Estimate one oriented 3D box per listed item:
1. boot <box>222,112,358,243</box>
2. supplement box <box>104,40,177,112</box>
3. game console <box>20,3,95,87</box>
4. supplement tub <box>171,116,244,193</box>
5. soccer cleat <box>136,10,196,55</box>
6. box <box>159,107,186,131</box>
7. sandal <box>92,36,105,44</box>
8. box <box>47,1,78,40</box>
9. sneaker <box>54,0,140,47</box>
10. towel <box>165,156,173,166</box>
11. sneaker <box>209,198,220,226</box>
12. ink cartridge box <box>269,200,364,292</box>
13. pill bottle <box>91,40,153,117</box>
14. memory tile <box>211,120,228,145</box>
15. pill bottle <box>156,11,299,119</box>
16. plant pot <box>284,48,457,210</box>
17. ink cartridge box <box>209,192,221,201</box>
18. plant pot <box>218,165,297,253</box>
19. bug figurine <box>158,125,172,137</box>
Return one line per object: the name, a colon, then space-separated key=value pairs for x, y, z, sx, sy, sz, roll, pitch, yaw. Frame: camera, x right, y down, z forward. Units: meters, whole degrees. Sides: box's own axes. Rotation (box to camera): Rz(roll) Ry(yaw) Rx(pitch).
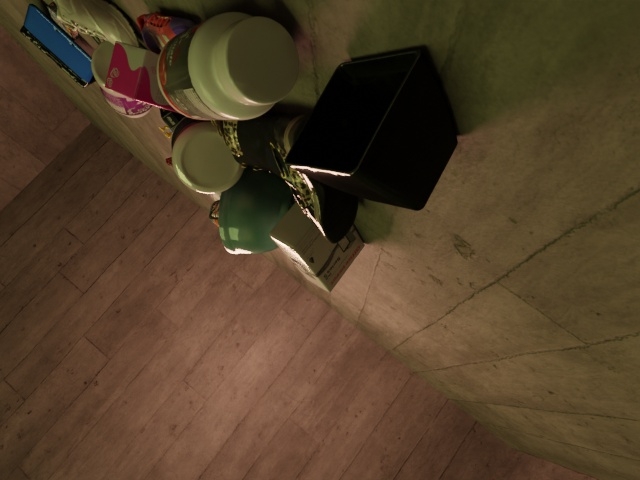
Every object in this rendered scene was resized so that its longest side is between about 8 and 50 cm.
boot: x=-0.071 y=-0.171 z=1.145 sx=0.284 sy=0.138 sz=0.377 roll=29 pitch=160 yaw=36
supplement box: x=-0.379 y=-0.378 z=1.128 sx=0.114 sy=0.111 sz=0.220 roll=25 pitch=-168 yaw=24
game console: x=-0.994 y=-0.777 z=1.860 sx=0.293 sy=0.173 sz=0.250 roll=45 pitch=-156 yaw=-23
supplement tub: x=-0.321 y=-0.257 z=1.328 sx=0.191 sy=0.191 sz=0.272 roll=46 pitch=-176 yaw=-29
soccer cleat: x=-0.348 y=-0.467 z=1.044 sx=0.248 sy=0.083 sz=0.095 roll=26 pitch=158 yaw=55
box: x=-0.469 y=-0.386 z=1.580 sx=0.191 sy=0.045 sz=0.184 roll=56 pitch=-179 yaw=-43
sandal: x=-0.695 y=-0.652 z=1.435 sx=0.097 sy=0.054 sz=0.254 roll=27 pitch=163 yaw=43
box: x=-0.920 y=-0.783 z=1.686 sx=0.094 sy=0.027 sz=0.137 roll=44 pitch=167 yaw=-19
sneaker: x=-0.611 y=-0.591 z=1.242 sx=0.297 sy=0.129 sz=0.111 roll=43 pitch=165 yaw=-21
towel: x=-0.389 y=-0.270 z=1.612 sx=0.275 sy=0.199 sz=0.031 roll=27 pitch=135 yaw=45
sneaker: x=-0.350 y=-0.091 z=1.708 sx=0.121 sy=0.108 sz=0.302 roll=38 pitch=168 yaw=-9
ink cartridge box: x=0.000 y=0.000 z=1.407 sx=0.114 sy=0.198 sz=0.273 roll=28 pitch=164 yaw=37
pill bottle: x=-0.603 y=-0.491 z=1.476 sx=0.169 sy=0.169 sz=0.301 roll=41 pitch=168 yaw=-10
memory tile: x=-0.238 y=-0.317 z=1.163 sx=0.012 sy=0.148 sz=0.113 roll=-7 pitch=149 yaw=11
pill bottle: x=-0.172 y=-0.310 z=0.857 sx=0.176 sy=0.176 sz=0.318 roll=47 pitch=165 yaw=-33
plant pot: x=0.091 y=-0.144 z=0.708 sx=0.167 sy=0.188 sz=0.187 roll=34 pitch=172 yaw=-34
ink cartridge box: x=-0.307 y=-0.170 z=1.848 sx=0.272 sy=0.130 sz=0.309 roll=40 pitch=167 yaw=-2
plant pot: x=-0.165 y=-0.089 z=1.476 sx=0.196 sy=0.293 sz=0.293 roll=8 pitch=158 yaw=14
bug figurine: x=-0.493 y=-0.369 z=1.820 sx=0.279 sy=0.072 sz=0.216 roll=40 pitch=175 yaw=-27
